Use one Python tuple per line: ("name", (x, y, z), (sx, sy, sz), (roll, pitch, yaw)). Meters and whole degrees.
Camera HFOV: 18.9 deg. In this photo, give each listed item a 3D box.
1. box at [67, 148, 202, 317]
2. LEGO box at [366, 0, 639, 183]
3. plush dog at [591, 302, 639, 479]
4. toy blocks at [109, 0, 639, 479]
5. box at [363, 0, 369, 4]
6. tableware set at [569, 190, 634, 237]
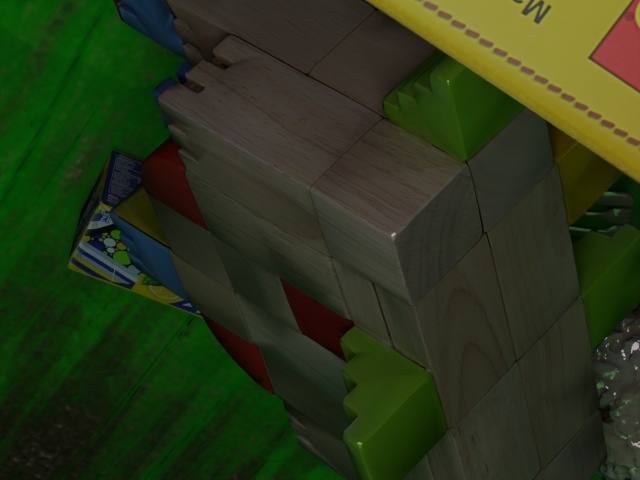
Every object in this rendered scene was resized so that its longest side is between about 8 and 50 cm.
("box", (-0.059, 0.010, 1.144), (0.169, 0.054, 0.059), (22, 130, -13))
("LEGO box", (-0.006, -0.240, 0.641), (0.500, 0.372, 0.193), (32, 107, -14))
("plush dog", (0.224, 0.088, 1.124), (0.225, 0.210, 0.262), (0, 149, 31))
("toy blocks", (0.000, 0.000, 0.965), (0.261, 0.191, 0.381), (32, 155, 34))
("box", (-0.020, -0.232, 0.917), (0.270, 0.060, 0.216), (15, 132, -7))
("tableware set", (0.207, -0.043, 1.093), (0.154, 0.024, 0.104), (4, 129, 4))
